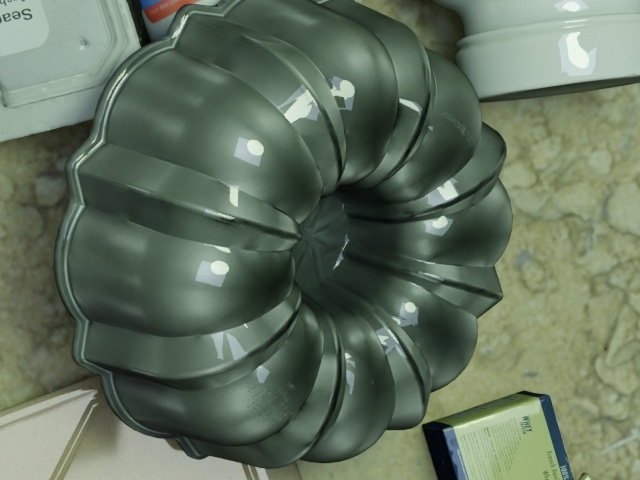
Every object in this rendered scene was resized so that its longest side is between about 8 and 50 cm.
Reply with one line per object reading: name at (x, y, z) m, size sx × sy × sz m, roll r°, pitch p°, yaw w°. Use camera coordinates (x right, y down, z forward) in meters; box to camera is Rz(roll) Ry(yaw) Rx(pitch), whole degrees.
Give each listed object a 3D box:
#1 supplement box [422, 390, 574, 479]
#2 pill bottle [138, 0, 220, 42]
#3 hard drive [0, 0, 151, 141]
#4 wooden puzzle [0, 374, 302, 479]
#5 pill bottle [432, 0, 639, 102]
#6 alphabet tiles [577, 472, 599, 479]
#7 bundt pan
supplement box at (0.129, 0.159, 1.403) m, size 0.083 × 0.056 × 0.083 m, roll -18°, pitch 93°, yaw -12°
pill bottle at (-0.108, -0.253, 1.319) m, size 0.124 × 0.124 × 0.221 m, roll -27°, pitch 96°, yaw -13°
hard drive at (-0.256, -0.213, 1.213) m, size 0.236 × 0.064 × 0.339 m, roll -13°, pitch 121°, yaw 3°
wooden puzzle at (-0.124, 0.198, 1.352) m, size 0.238 × 0.044 × 0.221 m, roll -20°, pitch 93°, yaw -18°
pill bottle at (0.146, -0.268, 1.349) m, size 0.188 × 0.188 × 0.334 m, roll -7°, pitch 90°, yaw -14°
alphabet tiles at (0.162, 0.350, 1.400) m, size 0.285 × 0.011 × 0.342 m, roll 33°, pitch 89°, yaw -17°
bundt pan at (0.000, 0.000, 1.270) m, size 0.330 × 0.124 × 0.331 m, roll -12°, pitch 109°, yaw -37°
